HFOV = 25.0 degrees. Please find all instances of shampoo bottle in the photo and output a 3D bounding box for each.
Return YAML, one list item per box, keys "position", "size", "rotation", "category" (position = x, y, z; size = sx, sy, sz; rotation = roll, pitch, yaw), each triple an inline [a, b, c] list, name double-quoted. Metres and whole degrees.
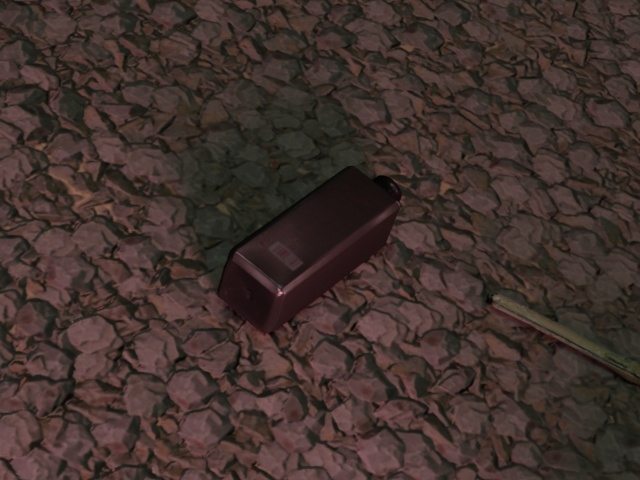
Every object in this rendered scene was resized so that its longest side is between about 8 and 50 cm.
- position: [0.000, 0.000, 1.563]
  size: [0.080, 0.079, 0.246]
  rotation: [39, 49, 17]
  category: "shampoo bottle"

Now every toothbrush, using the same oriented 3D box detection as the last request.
- position: [0.315, 0.128, 1.582]
  size: [0.294, 0.028, 0.026]
  rotation: [24, 45, 13]
  category: "toothbrush"
